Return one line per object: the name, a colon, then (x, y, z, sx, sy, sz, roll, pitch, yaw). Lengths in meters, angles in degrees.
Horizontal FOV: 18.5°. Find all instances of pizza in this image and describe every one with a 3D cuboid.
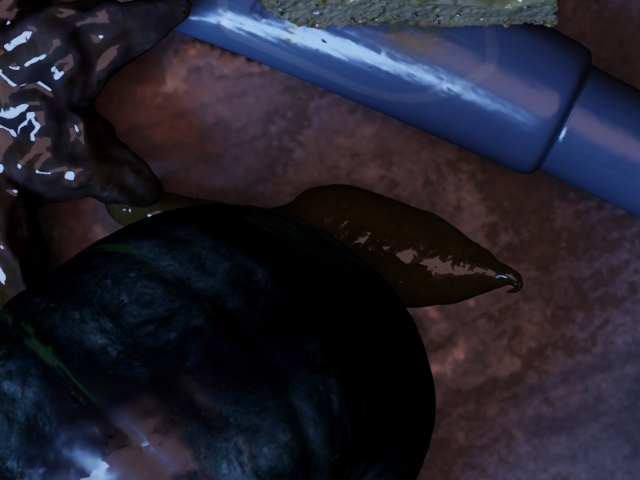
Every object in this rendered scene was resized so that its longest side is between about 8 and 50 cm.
pizza: (0.055, -0.219, 1.170, 0.188, 0.080, 0.204, 4, 58, -11)

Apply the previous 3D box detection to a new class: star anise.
star anise: (-0.228, -0.095, 1.188, 0.315, 0.108, 0.315, 1, 101, 6)

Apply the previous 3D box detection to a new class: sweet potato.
sweet potato: (-0.002, 0.000, 1.220, 0.269, 0.075, 0.075, 10, 92, 13)

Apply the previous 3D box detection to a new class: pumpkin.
pumpkin: (-0.094, 0.120, 1.119, 0.238, 0.315, 0.315, 41, 91, 23)

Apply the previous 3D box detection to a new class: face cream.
face cream: (0.057, -0.123, 1.210, 0.385, 0.086, 0.136, 27, 89, 3)
